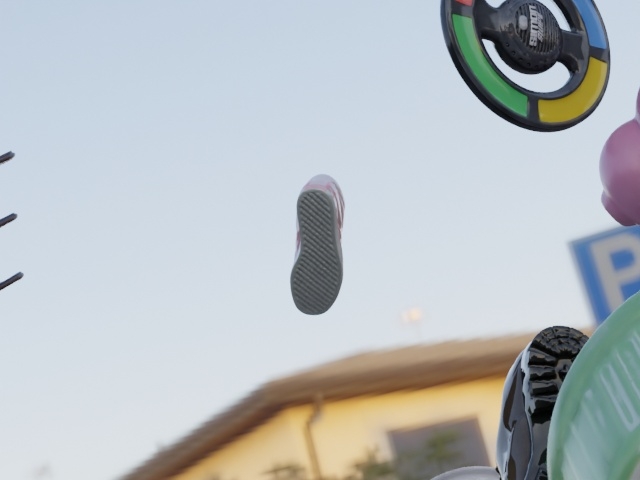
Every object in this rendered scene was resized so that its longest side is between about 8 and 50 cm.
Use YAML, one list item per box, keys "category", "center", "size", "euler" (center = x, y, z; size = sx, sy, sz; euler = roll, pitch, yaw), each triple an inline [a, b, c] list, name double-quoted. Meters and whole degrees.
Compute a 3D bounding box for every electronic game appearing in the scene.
- category: "electronic game"
  center: [0.230, -0.229, 1.719]
  size: [0.229, 0.229, 0.048]
  euler: [-3, -14, -32]

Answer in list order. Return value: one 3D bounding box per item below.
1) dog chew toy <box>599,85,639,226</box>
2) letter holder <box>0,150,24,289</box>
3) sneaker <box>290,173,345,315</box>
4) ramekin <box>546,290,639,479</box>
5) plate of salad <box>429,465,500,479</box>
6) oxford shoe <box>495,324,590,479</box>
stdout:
- category: "dog chew toy"
  center: [0.427, -0.139, 1.620]
  size: [0.332, 0.206, 0.207]
  euler: [-44, -28, 21]
- category: "letter holder"
  center: [-0.463, 0.029, 1.773]
  size: [0.214, 0.152, 0.302]
  euler: [-26, 6, 30]
- category: "sneaker"
  center: [0.000, 0.000, 1.470]
  size: [0.051, 0.134, 0.070]
  euler: [4, 24, 6]
- category: "ramekin"
  center: [0.308, 0.169, 1.020]
  size: [0.303, 0.303, 0.148]
  euler: [-16, 15, 7]
- category: "plate of salad"
  center: [0.186, 0.348, 1.784]
  size: [0.200, 0.199, 0.048]
  euler: [-18, 13, 12]
- category: "oxford shoe"
  center: [0.175, 0.188, 1.188]
  size: [0.083, 0.227, 0.096]
  euler: [13, -25, -12]
